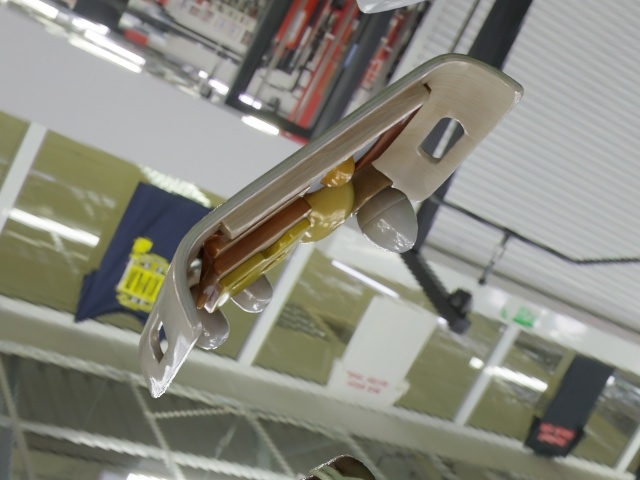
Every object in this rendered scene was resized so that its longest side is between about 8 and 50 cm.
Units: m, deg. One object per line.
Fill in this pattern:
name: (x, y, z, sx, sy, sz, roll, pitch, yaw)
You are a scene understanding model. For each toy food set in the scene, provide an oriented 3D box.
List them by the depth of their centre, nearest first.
toy food set: (0.000, 0.000, 0.737, 0.092, 0.306, 0.220, 50, 156, 5)

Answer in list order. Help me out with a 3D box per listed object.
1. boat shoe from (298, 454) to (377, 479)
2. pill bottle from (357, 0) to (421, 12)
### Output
boat shoe: (0.037, 0.259, 0.559, 0.095, 0.095, 0.257, -23, -112, -23)
pill bottle: (0.059, -0.305, 0.838, 0.108, 0.193, 0.108, -17, -174, 2)
